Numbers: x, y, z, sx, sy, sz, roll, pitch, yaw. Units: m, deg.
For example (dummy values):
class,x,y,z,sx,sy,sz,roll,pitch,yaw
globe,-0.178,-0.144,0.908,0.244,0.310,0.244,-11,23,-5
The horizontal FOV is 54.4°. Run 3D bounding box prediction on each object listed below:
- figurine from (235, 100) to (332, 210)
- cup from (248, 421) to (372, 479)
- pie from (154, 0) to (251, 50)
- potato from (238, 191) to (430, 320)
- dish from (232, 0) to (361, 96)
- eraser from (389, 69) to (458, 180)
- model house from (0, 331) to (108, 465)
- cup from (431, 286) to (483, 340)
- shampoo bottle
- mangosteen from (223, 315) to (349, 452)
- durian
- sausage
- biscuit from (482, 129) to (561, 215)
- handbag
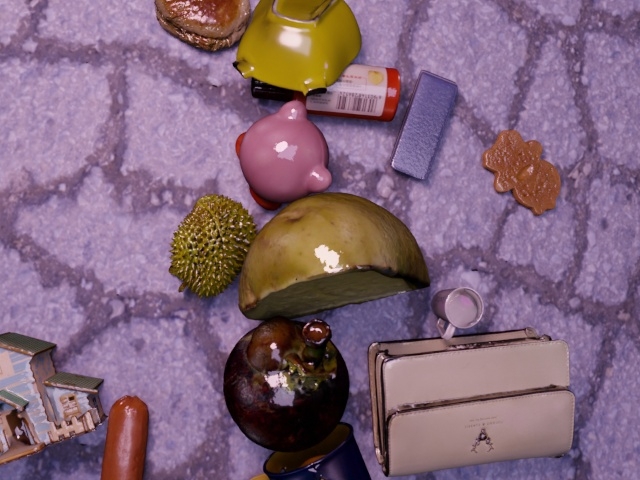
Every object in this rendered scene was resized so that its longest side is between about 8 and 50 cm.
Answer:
class,x,y,z,sx,sy,sz,roll,pitch,yaw
figurine,-0.065,-0.154,1.144,0.173,0.173,0.173,0,87,-7
cup,-0.002,0.495,1.148,0.178,0.255,0.256,-24,93,-45
pie,-0.228,-0.455,1.186,0.193,0.079,0.163,23,80,-4
potato,0.000,0.000,1.065,0.330,0.280,0.213,-14,74,8
dish,-0.039,-0.389,1.126,0.221,0.108,0.262,17,51,7
eraser,0.208,-0.233,1.248,0.082,0.036,0.225,20,85,-6
model house,-0.524,0.258,1.066,0.271,0.178,0.206,-17,88,-5
cup,0.252,0.140,1.194,0.074,0.116,0.104,24,83,-6
shampoo bottle,0.007,-0.290,1.191,0.278,0.104,0.104,4,87,-7
mangosteen,-0.045,0.235,1.070,0.231,0.289,0.231,11,59,-19
durian,-0.192,0.014,1.122,0.146,0.159,0.198,22,85,0
sausage,-0.353,0.380,1.128,0.076,0.076,0.197,7,85,-7
biscuit,0.417,-0.142,1.275,0.184,0.027,0.133,30,83,-6
handbag,0.279,0.305,1.171,0.358,0.160,0.237,-4,95,-7
